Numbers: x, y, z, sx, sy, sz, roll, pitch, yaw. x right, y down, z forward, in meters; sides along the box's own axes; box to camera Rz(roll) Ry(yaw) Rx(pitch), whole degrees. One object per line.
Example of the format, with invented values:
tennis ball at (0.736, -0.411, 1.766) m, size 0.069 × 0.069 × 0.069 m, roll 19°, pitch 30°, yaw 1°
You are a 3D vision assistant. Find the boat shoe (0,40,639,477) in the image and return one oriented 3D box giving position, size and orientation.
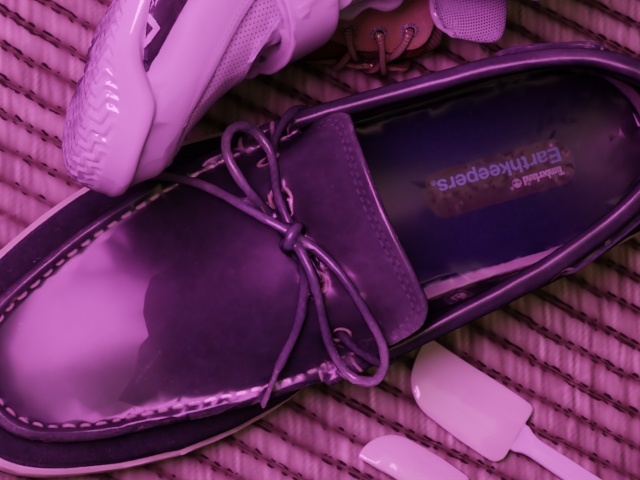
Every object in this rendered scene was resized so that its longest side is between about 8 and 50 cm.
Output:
boat shoe at (0.000, 0.000, 0.980) m, size 0.500 × 0.156 × 0.186 m, roll -20°, pitch 86°, yaw -8°

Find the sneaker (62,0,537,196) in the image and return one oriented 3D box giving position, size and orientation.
sneaker at (0.019, -0.149, 0.894) m, size 0.210 × 0.137 × 0.366 m, roll 32°, pitch 73°, yaw -10°

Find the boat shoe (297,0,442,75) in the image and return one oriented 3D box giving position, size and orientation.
boat shoe at (0.034, -0.168, 1.028) m, size 0.324 × 0.122 × 0.120 m, roll -34°, pitch 90°, yaw -10°

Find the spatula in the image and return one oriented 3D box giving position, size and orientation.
spatula at (0.124, 0.197, 1.035) m, size 0.242 × 0.019 × 0.168 m, roll 34°, pitch 73°, yaw -2°
